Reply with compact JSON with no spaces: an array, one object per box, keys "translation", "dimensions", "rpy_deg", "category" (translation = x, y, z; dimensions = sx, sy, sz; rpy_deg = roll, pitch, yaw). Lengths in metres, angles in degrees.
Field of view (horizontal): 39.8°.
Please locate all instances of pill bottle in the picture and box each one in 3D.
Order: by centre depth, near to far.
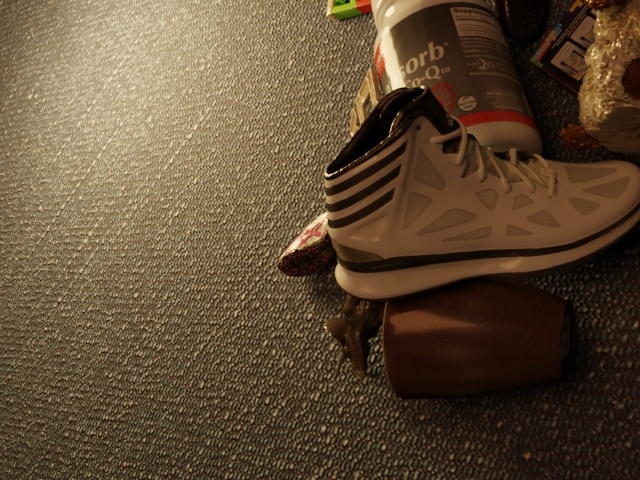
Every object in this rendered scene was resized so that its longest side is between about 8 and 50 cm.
[{"translation":[0.200,-0.254,1.391],"dimensions":[0.210,0.210,0.363],"rpy_deg":[-29,59,29],"category":"pill bottle"}]

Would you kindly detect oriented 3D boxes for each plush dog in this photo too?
[{"translation":[0.434,-0.239,1.200],"dimensions":[0.211,0.262,0.225],"rpy_deg":[-4,68,60],"category":"plush dog"}]

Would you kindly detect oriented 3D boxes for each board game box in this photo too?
[{"translation":[0.424,-0.300,1.331],"dimensions":[0.170,0.048,0.141],"rpy_deg":[-52,53,13],"category":"board game box"}]

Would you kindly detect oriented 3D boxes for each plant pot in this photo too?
[{"translation":[0.235,0.130,1.253],"dimensions":[0.230,0.215,0.215],"rpy_deg":[2,76,28],"category":"plant pot"}]

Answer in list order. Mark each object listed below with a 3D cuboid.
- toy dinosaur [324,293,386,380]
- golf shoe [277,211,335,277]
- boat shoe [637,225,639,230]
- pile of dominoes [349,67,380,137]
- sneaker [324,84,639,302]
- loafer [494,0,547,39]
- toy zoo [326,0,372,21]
[{"translation":[0.096,0.066,1.424],"dimensions":[0.313,0.121,0.160],"rpy_deg":[-64,14,-14],"category":"toy dinosaur"},{"translation":[0.000,0.000,1.574],"dimensions":[0.186,0.067,0.086],"rpy_deg":[-34,30,27],"category":"golf shoe"},{"translation":[0.471,-0.025,1.201],"dimensions":[0.135,0.045,0.050],"rpy_deg":[29,94,41],"category":"boat shoe"},{"translation":[0.103,-0.133,1.470],"dimensions":[0.196,0.040,0.251],"rpy_deg":[121,141,-71],"category":"pile of dominoes"},{"translation":[0.219,-0.088,1.161],"dimensions":[0.448,0.257,0.169],"rpy_deg":[-14,31,-2],"category":"sneaker"},{"translation":[0.315,-0.420,1.453],"dimensions":[0.078,0.080,0.220],"rpy_deg":[140,133,-64],"category":"loafer"},{"translation":[0.145,-0.529,1.646],"dimensions":[0.293,0.030,0.192],"rpy_deg":[-3,73,39],"category":"toy zoo"}]
